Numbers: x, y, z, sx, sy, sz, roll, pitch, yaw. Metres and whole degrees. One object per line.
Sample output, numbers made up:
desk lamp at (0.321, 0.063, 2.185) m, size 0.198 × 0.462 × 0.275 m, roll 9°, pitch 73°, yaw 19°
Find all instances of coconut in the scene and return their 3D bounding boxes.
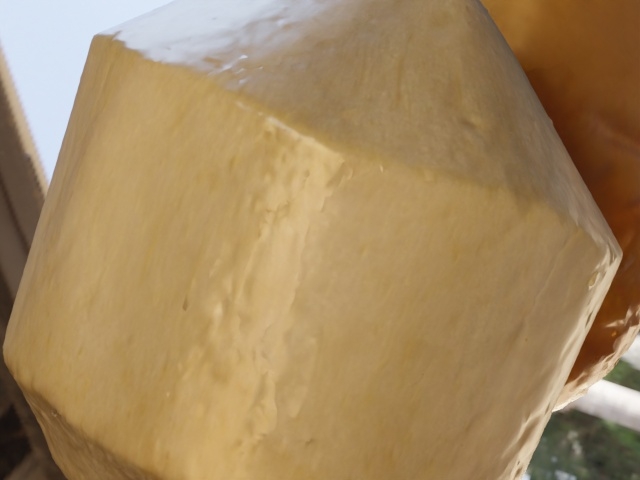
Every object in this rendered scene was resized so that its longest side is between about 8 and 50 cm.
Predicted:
coconut at (0.000, 0.000, 0.444) m, size 0.202 × 0.202 × 0.222 m, roll 2°, pitch -71°, yaw -63°

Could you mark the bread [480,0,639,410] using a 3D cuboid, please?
bread at (0.062, -0.055, 0.737) m, size 0.250 × 0.361 × 0.394 m, roll 37°, pitch -134°, yaw -27°
